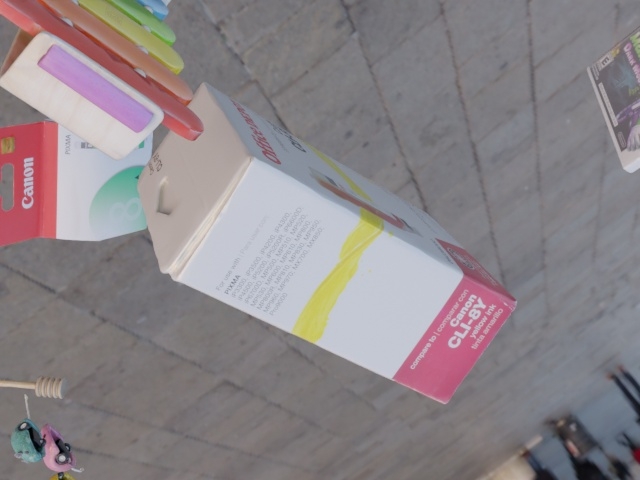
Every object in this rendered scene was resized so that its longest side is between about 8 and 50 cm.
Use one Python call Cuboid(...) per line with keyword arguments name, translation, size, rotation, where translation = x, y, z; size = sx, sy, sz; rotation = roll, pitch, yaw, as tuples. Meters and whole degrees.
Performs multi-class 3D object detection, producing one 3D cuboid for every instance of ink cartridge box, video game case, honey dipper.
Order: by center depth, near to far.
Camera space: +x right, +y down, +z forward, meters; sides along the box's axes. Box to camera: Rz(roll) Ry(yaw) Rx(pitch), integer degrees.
Cuboid(name="ink cartridge box", translation=(0.000, 0.000, 1.084), size=(0.385, 0.279, 0.160), rotation=(27, 104, -28))
Cuboid(name="video game case", translation=(0.441, -0.209, 1.180), size=(0.022, 0.190, 0.173), rotation=(21, 136, -32))
Cuboid(name="ink cartridge box", translation=(-0.337, -0.081, 1.245), size=(0.225, 0.056, 0.181), rotation=(-19, 129, -43))
Cuboid(name="honey dipper", translation=(-0.442, 0.202, 1.290), size=(0.161, 0.030, 0.030), rotation=(6, 152, 3))

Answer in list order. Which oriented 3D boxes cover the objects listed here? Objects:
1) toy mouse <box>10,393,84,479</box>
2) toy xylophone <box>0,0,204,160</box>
Cuboid(name="toy mouse", translation=(-0.326, 0.249, 1.067), size=(0.031, 0.143, 0.161), rotation=(-32, 170, -2))
Cuboid(name="toy xylophone", translation=(-0.225, -0.197, 0.811), size=(0.236, 0.322, 0.081), rotation=(30, 116, -34))
